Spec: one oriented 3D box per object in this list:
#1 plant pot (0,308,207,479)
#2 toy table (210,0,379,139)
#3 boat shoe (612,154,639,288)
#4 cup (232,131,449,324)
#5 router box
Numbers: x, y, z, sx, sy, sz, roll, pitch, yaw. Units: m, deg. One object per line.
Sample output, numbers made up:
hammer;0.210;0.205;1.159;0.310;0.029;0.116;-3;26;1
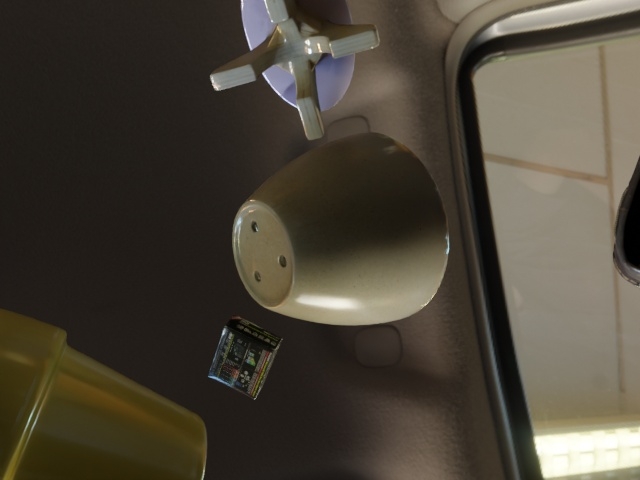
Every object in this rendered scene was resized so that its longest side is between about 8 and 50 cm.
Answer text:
plant pot;-0.247;0.215;0.498;0.239;0.254;0.254;22;-105;-20
toy table;-0.039;-0.306;0.831;0.274;0.252;0.161;58;-160;-30
boat shoe;0.403;-0.108;0.535;0.130;0.132;0.355;3;-74;-52
cup;0.000;0.000;0.868;0.237;0.331;0.331;-14;-90;-37
router box;-0.126;0.195;0.896;0.092;0.122;0.038;26;-151;5
